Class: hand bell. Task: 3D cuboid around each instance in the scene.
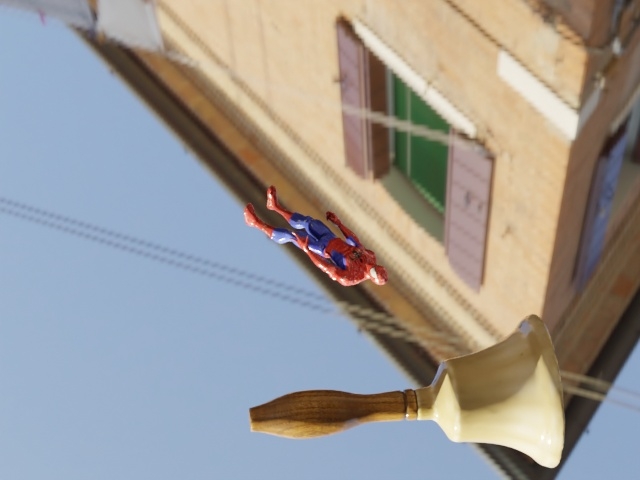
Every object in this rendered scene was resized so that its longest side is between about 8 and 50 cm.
[{"bbox_3d":[0.063,0.134,1.171,0.242,0.126,0.126,-6,-122,-7],"label":"hand bell"}]

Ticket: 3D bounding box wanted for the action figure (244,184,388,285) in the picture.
[{"bbox_3d":[0.000,0.000,0.973,0.115,0.030,0.038,32,-130,28],"label":"action figure"}]
